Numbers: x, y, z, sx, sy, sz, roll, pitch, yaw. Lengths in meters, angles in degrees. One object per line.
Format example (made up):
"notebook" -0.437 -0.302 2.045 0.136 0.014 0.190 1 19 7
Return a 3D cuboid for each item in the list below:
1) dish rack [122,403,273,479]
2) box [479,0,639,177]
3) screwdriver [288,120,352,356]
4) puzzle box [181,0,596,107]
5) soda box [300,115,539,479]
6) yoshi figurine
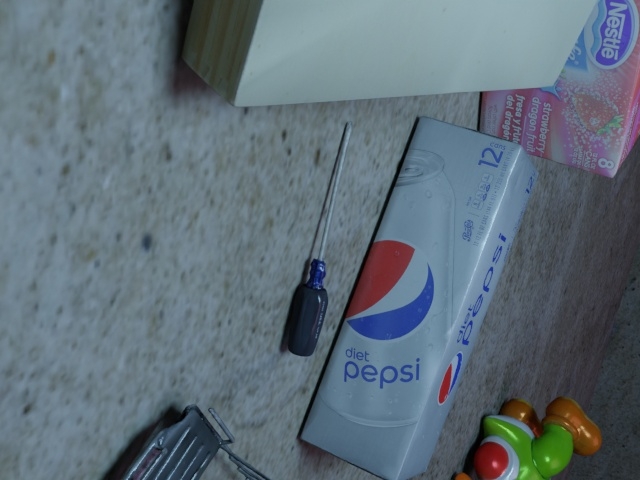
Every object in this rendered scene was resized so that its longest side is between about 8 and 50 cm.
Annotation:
"dish rack" -0.078 0.234 0.550 0.208 0.074 0.271 -58 152 -25
"box" 0.243 -0.229 0.771 0.154 0.142 0.300 -47 147 -38
"screwdriver" 0.000 0.000 0.604 0.025 0.024 0.170 2 102 -34
"puzzle box" 0.105 -0.255 0.389 0.272 0.052 0.409 -11 133 -42
"soda box" 0.086 0.050 0.722 0.098 0.091 0.286 21 90 -66
"yoshi figurine" 0.294 0.412 1.302 0.362 0.203 0.203 -43 151 -39
